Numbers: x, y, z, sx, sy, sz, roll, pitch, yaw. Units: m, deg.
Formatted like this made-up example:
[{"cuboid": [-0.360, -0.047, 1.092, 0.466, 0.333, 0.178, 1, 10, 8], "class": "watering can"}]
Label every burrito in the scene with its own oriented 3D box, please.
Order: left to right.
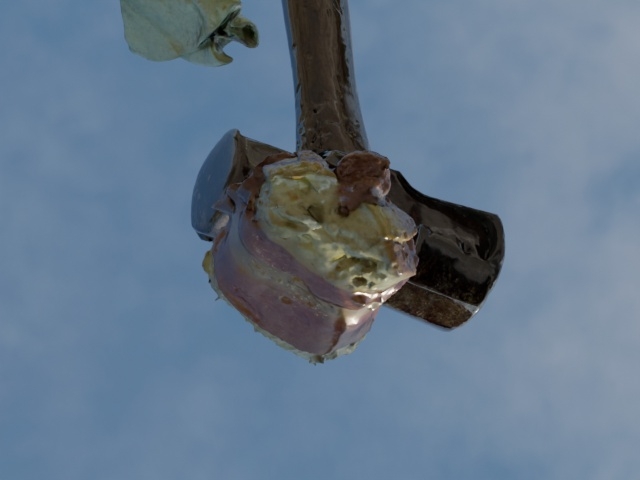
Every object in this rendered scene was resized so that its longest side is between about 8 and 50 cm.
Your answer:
[{"cuboid": [-0.089, -0.151, 1.360, 0.118, 0.074, 0.044, 19, -141, 35], "class": "burrito"}]

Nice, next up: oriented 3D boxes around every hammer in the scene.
[{"cuboid": [0.006, -0.118, 1.647, 0.242, 0.095, 0.409, 17, -138, -24], "class": "hammer"}]

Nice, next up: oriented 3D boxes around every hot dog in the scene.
[{"cuboid": [0.000, 0.000, 1.382, 0.146, 0.213, 0.103, 41, -124, -3], "class": "hot dog"}]
